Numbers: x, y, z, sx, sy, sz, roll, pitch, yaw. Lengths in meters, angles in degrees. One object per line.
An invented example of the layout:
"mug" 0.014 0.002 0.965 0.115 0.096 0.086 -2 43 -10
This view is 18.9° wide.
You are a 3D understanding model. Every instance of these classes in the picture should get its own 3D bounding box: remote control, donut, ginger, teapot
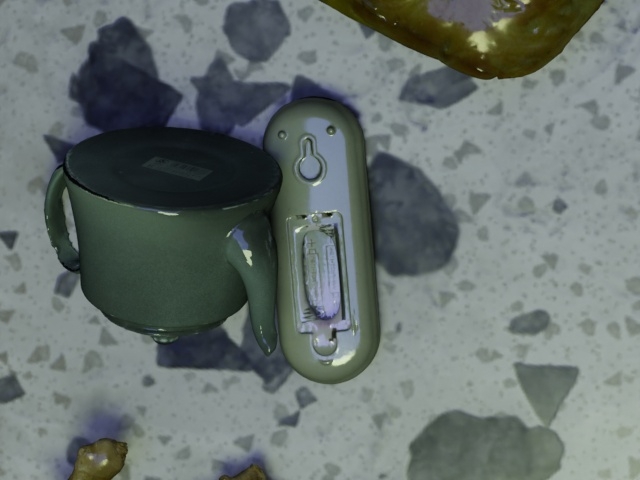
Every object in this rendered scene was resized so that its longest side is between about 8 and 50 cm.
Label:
"remote control" 0.000 0.000 1.468 0.078 0.042 0.221 -4 92 13
"donut" 0.092 -0.239 1.389 0.261 0.128 0.208 33 98 7
"ginger" -0.117 0.224 1.506 0.193 0.052 0.176 43 112 -7
"teapot" -0.121 0.007 1.450 0.239 0.162 0.149 21 120 33
